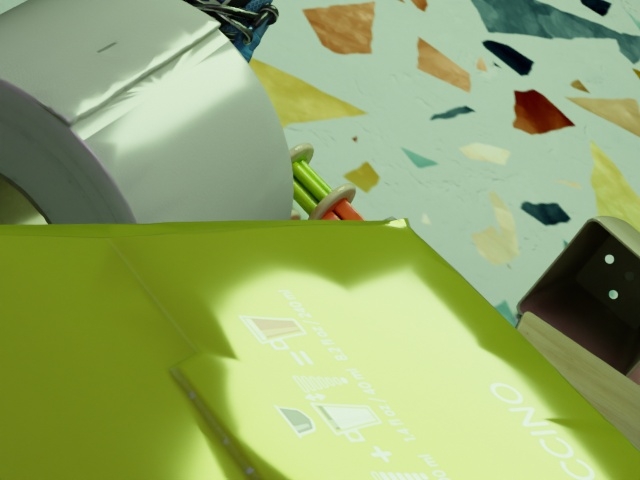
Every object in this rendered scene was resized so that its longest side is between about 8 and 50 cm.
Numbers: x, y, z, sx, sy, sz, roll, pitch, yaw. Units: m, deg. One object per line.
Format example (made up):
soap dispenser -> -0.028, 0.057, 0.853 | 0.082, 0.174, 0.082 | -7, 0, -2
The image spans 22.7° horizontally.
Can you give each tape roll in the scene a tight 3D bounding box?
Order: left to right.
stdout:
tape roll -> -0.162, -0.026, 1.010 | 0.246, 0.246, 0.169 | 39, 39, 7

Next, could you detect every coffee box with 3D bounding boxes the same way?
coffee box -> -0.055, 0.211, 0.700 | 0.338, 0.334, 0.337 | -1, 33, -35

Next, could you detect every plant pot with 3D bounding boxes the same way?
plant pot -> 0.250, 0.042, 1.346 | 0.109, 0.109, 0.096 | 42, 27, 10

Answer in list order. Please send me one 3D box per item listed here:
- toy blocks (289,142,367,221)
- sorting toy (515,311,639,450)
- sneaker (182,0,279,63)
toy blocks -> 0.000, 0.000, 1.248 | 0.148, 0.054, 0.123 | 47, 41, 16
sorting toy -> 0.195, 0.145, 1.239 | 0.274, 0.046, 0.132 | 34, 38, 1
sneaker -> -0.116, -0.149, 1.249 | 0.129, 0.147, 0.330 | 22, 40, -14
